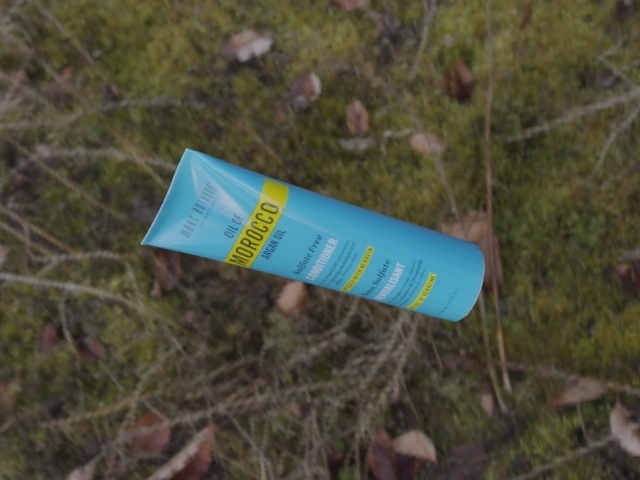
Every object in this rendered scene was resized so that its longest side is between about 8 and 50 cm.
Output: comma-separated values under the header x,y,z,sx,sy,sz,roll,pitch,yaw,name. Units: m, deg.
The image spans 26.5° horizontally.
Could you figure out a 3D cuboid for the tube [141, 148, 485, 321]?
x,y,z,sx,sy,sz,roll,pitch,yaw,name
0.000,0.000,0.840,0.207,0.080,0.052,16,35,-19,tube
